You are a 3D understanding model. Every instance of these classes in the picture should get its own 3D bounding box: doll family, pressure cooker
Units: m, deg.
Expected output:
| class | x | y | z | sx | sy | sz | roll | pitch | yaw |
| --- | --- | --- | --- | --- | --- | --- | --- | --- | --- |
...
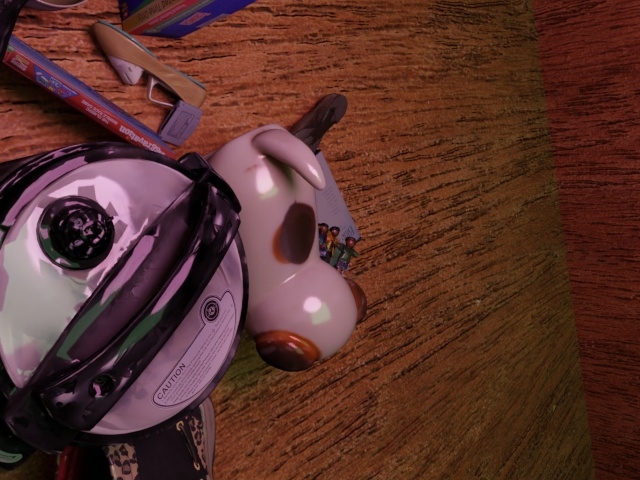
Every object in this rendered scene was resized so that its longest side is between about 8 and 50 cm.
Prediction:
| class | x | y | z | sx | sy | sz | roll | pitch | yaw |
| --- | --- | --- | --- | --- | --- | --- | --- | --- | --- |
| doll family | 0.000 | 0.000 | 1.315 | 0.193 | 0.076 | 0.111 | 30 | 74 | -39 |
| pressure cooker | -0.303 | 0.066 | 0.766 | 0.375 | 0.420 | 0.370 | 0 | 88 | -48 |

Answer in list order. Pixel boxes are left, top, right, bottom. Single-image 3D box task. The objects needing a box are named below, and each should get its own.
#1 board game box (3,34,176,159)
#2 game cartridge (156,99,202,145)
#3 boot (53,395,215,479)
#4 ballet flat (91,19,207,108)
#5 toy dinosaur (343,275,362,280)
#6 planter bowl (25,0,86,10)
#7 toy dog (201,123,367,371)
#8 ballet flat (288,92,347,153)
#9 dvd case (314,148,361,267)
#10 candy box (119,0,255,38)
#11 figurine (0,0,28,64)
| class | x | y | z | sx | sy | sz | roll | pitch | yaw |
| --- | --- | --- | --- | --- | --- | --- | --- | --- | --- |
| board game box | -0.358 | -0.216 | 0.920 | 0.281 | 0.145 | 0.027 | 34 | 96 | -41 |
| game cartridge | -0.252 | -0.211 | 1.085 | 0.056 | 0.083 | 0.017 | 20 | 30 | -43 |
| boot | -0.269 | 0.428 | 0.935 | 0.284 | 0.138 | 0.378 | 12 | 75 | -69 |
| ballet flat | -0.295 | -0.285 | 1.035 | 0.232 | 0.080 | 0.073 | 27 | 83 | -42 |
| toy dinosaur | 0.026 | 0.107 | 1.380 | 0.183 | 0.053 | 0.093 | -39 | 152 | -32 |
| planter bowl | -0.419 | -0.409 | 0.877 | 0.162 | 0.109 | 0.162 | 2 | 87 | -47 |
| toy dog | -0.077 | 0.018 | 1.046 | 0.284 | 0.395 | 0.408 | -38 | 108 | -50 |
| ballet flat | -0.027 | -0.249 | 1.342 | 0.250 | 0.058 | 0.084 | -52 | 145 | -28 |
| dvd case | -0.005 | -0.056 | 1.378 | 0.180 | 0.022 | 0.253 | -46 | 122 | -37 |
| candy box | -0.233 | -0.516 | 0.963 | 0.122 | 0.268 | 0.317 | -14 | 99 | -43 |
| figurine | -0.442 | -0.331 | 0.745 | 0.209 | 0.215 | 0.092 | -49 | 171 | -2 |
